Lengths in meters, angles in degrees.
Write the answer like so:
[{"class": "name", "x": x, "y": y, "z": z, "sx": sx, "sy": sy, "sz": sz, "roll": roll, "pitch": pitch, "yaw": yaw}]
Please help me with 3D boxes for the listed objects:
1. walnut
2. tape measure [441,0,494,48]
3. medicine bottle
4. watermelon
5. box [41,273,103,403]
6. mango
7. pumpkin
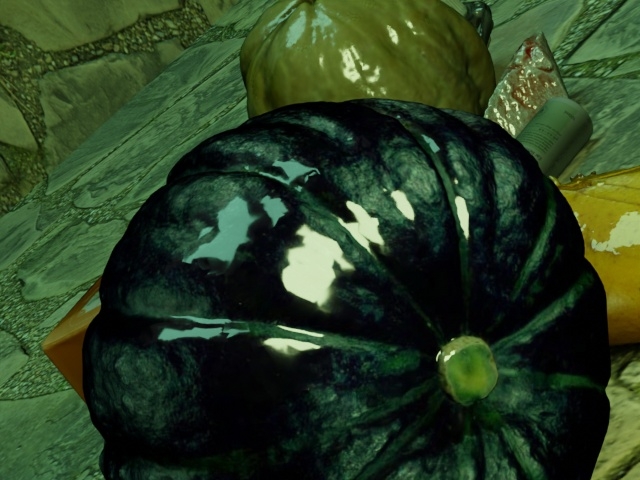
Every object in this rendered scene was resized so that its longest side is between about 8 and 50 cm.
[{"class": "walnut", "x": 0.052, "y": -0.150, "z": 1.953, "sx": 0.283, "sy": 0.283, "sz": 0.227, "roll": -36, "pitch": 33, "yaw": 8}, {"class": "tape measure", "x": 0.094, "y": -0.177, "z": 2.183, "sx": 0.231, "sy": 0.133, "sz": 0.271, "roll": -39, "pitch": 7, "yaw": 35}, {"class": "medicine bottle", "x": 0.186, "y": -0.056, "z": 1.785, "sx": 0.199, "sy": 0.057, "sz": 0.058, "roll": -47, "pitch": 18, "yaw": -29}, {"class": "watermelon", "x": 0.210, "y": -0.134, "z": 1.908, "sx": 0.081, "sy": 0.094, "sz": 0.180, "roll": -12, "pitch": 46, "yaw": 51}, {"class": "box", "x": -0.038, "y": 0.082, "z": 1.599, "sx": 0.341, "sy": 0.225, "sz": 0.143, "roll": -28, "pitch": 17, "yaw": 32}, {"class": "mango", "x": 0.232, "y": 0.007, "z": 1.398, "sx": 0.154, "sy": 0.126, "sz": 0.252, "roll": -36, "pitch": 19, "yaw": -34}, {"class": "pumpkin", "x": 0.018, "y": 0.084, "z": 1.234, "sx": 0.363, "sy": 0.363, "sz": 0.266, "roll": -45, "pitch": 25, "yaw": -22}]
